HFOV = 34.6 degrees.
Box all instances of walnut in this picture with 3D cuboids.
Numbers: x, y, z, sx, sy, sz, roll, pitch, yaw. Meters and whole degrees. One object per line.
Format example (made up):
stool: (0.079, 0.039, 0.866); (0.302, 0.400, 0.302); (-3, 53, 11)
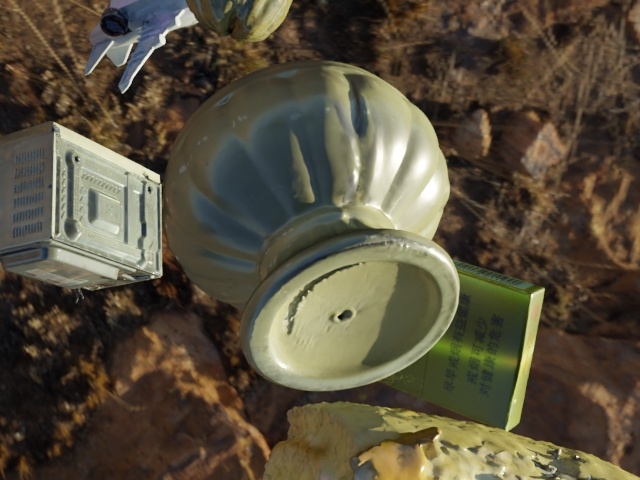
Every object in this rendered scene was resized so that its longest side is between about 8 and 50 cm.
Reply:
walnut: (-0.060, -0.191, 0.760); (0.092, 0.092, 0.092); (-7, 106, -24)

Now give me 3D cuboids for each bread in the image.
bread: (0.150, 0.247, 0.890); (0.375, 0.236, 0.165); (19, 80, -16)

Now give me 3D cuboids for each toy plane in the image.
toy plane: (-0.238, -0.328, 1.462); (0.255, 0.251, 0.101); (-23, 132, 25)

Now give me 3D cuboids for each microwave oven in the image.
microwave oven: (-0.338, -0.032, 1.421); (0.240, 0.145, 0.194); (28, 52, -60)

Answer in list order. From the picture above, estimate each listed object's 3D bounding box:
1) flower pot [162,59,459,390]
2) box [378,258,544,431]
flower pot: (0.000, 0.000, 1.031); (0.307, 0.244, 0.307); (-10, 136, -10)
box: (0.107, 0.095, 1.236); (0.043, 0.311, 0.173); (-16, 118, -54)
